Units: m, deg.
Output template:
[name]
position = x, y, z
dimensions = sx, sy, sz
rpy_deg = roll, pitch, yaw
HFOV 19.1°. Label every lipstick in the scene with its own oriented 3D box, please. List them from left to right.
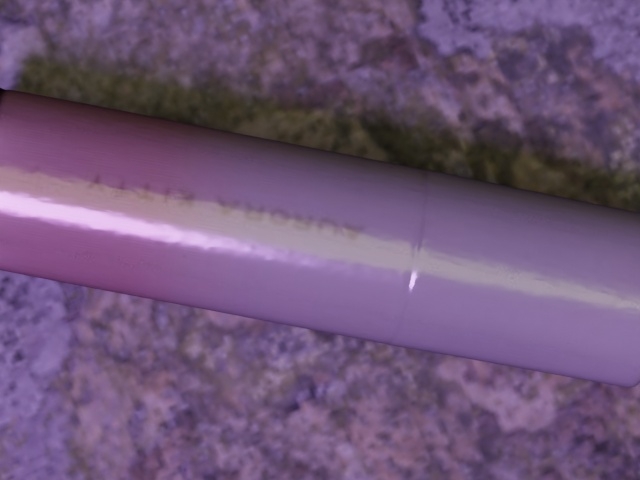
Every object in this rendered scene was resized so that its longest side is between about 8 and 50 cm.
[lipstick]
position = 0.000, 0.000, 0.912
dimensions = 0.327, 0.087, 0.087
rpy_deg = 11, 92, -5
